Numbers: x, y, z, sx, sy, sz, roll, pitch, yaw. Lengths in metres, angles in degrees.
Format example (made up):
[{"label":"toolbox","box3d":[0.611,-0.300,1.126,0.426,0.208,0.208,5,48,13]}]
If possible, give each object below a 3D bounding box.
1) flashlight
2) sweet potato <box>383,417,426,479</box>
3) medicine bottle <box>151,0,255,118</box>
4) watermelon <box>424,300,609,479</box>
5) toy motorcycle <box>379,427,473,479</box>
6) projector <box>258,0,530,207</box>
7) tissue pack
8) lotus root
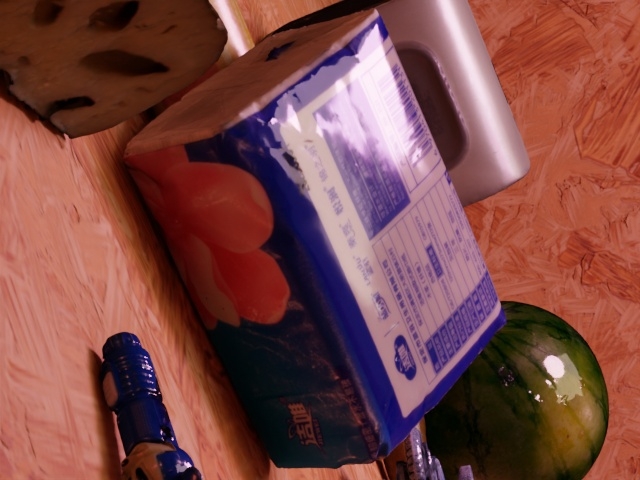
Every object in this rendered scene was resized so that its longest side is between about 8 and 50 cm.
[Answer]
[{"label":"flashlight","box3d":[-0.093,0.097,0.901,0.035,0.057,0.121,10,41,-35]},{"label":"sweet potato","box3d":[0.077,0.195,1.747,0.069,0.059,0.249,81,-3,-63]},{"label":"medicine bottle","box3d":[-0.151,-0.283,1.277,0.108,0.108,0.426,-81,148,-76]},{"label":"watermelon","box3d":[0.208,0.190,1.985,0.242,0.242,0.242,-22,90,-82]},{"label":"toy motorcycle","box3d":[0.100,0.269,1.578,0.254,0.092,0.135,74,8,-60]},{"label":"projector","box3d":[0.083,-0.162,2.034,0.248,0.248,0.249,-80,147,-75]},{"label":"tissue pack","box3d":[0.000,0.000,1.243,0.209,0.137,0.269,-43,116,-41]},{"label":"lotus root","box3d":[-0.155,-0.221,0.952,0.267,0.149,0.260,51,19,-75]}]
